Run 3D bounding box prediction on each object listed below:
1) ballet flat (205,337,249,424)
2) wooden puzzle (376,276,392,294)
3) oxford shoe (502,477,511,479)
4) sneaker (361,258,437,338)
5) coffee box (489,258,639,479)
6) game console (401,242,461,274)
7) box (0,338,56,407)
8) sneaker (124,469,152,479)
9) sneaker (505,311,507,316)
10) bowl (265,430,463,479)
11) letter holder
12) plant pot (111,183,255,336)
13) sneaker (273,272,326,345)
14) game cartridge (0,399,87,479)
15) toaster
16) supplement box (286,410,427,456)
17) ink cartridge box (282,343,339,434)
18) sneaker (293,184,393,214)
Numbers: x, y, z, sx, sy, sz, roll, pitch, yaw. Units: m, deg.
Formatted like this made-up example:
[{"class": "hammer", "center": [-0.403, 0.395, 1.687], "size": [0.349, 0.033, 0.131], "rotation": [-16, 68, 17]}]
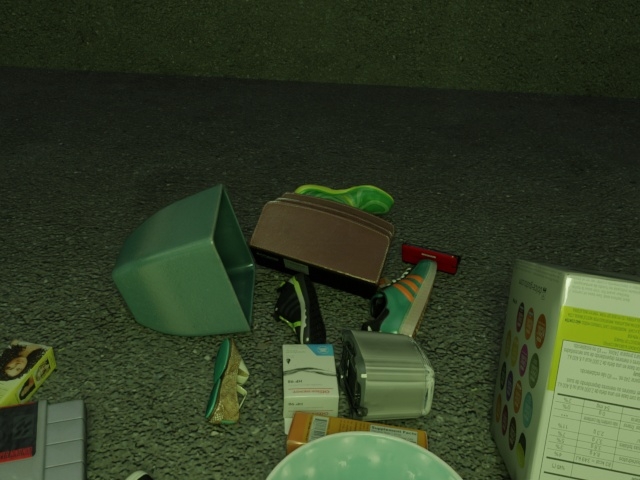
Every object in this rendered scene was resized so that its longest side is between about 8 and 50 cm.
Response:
[{"class": "ballet flat", "center": [-0.174, 0.275, 1.159], "size": [0.067, 0.073, 0.206], "rotation": [26, 32, -16]}, {"class": "wooden puzzle", "center": [0.157, 0.116, 1.470], "size": [0.078, 0.014, 0.116], "rotation": [-23, 40, -35]}, {"class": "oxford shoe", "center": [0.353, 0.449, 0.900], "size": [0.096, 0.082, 0.227], "rotation": [-25, 41, -30]}, {"class": "sneaker", "center": [0.183, 0.127, 1.366], "size": [0.121, 0.108, 0.302], "rotation": [18, 36, 14]}, {"class": "coffee box", "center": [0.477, 0.224, 0.932], "size": [0.338, 0.334, 0.337], "rotation": [9, 3, 7]}, {"class": "game console", "center": [0.291, 0.028, 1.560], "size": [0.144, 0.124, 0.085], "rotation": [14, 60, 17]}, {"class": "box", "center": [-0.590, 0.282, 1.101], "size": [0.087, 0.058, 0.232], "rotation": [8, 33, 8]}, {"class": "sneaker", "center": [-0.275, 0.447, 0.860], "size": [0.121, 0.079, 0.217], "rotation": [17, 43, 15]}, {"class": "sneaker", "center": [0.508, 0.234, 1.231], "size": [0.236, 0.130, 0.323], "rotation": [-9, 38, -1]}, {"class": "bowl", "center": [0.061, 0.435, 0.819], "size": [0.312, 0.163, 0.311], "rotation": [2, 33, -2]}, {"class": "letter holder", "center": [0.016, -0.017, 1.416], "size": [0.302, 0.152, 0.214], "rotation": [17, 73, 7]}, {"class": "plant pot", "center": [-0.302, 0.061, 1.317], "size": [0.252, 0.247, 0.248], "rotation": [-13, 32, 5]}, {"class": "sneaker", "center": [-0.053, 0.170, 1.333], "size": [0.097, 0.084, 0.234], "rotation": [-27, 34, 11]}, {"class": "game cartridge", "center": [-0.543, 0.372, 0.911], "size": [0.355, 0.068, 0.230], "rotation": [-6, 54, -14]}, {"class": "toaster", "center": [0.119, 0.252, 1.121], "size": [0.146, 0.129, 0.227], "rotation": [1, 14, -8]}, {"class": "supplement box", "center": [0.061, 0.358, 1.021], "size": [0.233, 0.078, 0.080], "rotation": [9, 30, 8]}, {"class": "ink cartridge box", "center": [-0.020, 0.280, 1.151], "size": [0.104, 0.060, 0.180], "rotation": [0, 32, -5]}, {"class": "sneaker", "center": [0.065, -0.088, 1.727], "size": [0.296, 0.109, 0.123], "rotation": [-1, 55, -9]}]
